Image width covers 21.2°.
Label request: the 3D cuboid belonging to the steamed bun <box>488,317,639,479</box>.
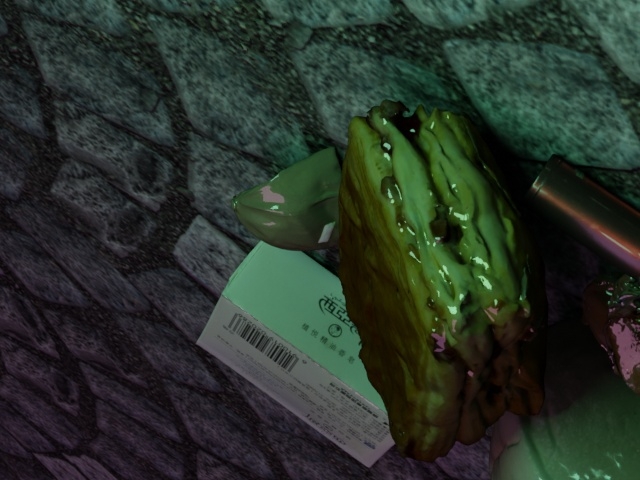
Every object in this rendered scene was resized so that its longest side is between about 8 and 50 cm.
[{"bbox_3d":[0.331,0.267,1.713,0.383,0.236,0.247,29,156,20],"label":"steamed bun"}]

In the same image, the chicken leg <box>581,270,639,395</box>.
[{"bbox_3d":[0.333,0.099,1.609,0.196,0.080,0.125,38,141,0],"label":"chicken leg"}]

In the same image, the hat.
[{"bbox_3d":[0.000,0.000,1.835,0.173,0.144,0.166,60,158,4],"label":"hat"}]

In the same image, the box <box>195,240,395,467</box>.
[{"bbox_3d":[0.003,0.135,2.065,0.274,0.116,0.203,35,156,3],"label":"box"}]

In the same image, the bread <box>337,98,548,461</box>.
[{"bbox_3d":[0.124,0.036,1.617,0.324,0.167,0.277,95,158,-56],"label":"bread"}]

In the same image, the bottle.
[{"bbox_3d":[0.261,-0.009,1.533,0.164,0.060,0.060,34,156,6],"label":"bottle"}]
